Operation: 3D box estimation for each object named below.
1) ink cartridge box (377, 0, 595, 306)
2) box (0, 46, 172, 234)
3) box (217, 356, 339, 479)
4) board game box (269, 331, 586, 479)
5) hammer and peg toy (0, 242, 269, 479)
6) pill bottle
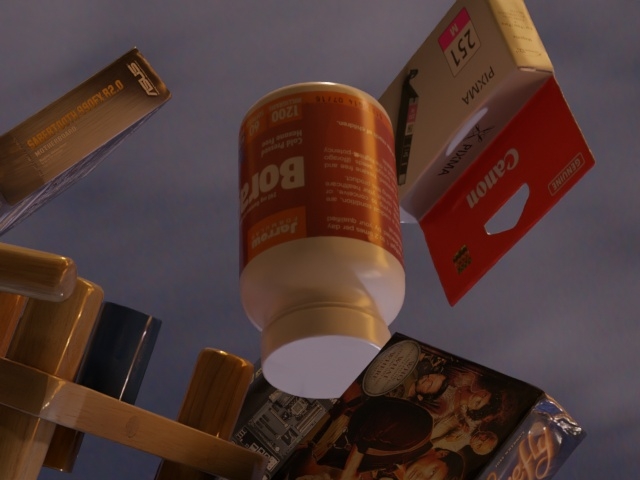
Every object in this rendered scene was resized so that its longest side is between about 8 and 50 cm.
[{"bbox_3d":[0.152,-0.100,1.590,0.060,0.275,0.239,4,-127,-33],"label":"ink cartridge box"},{"bbox_3d":[-0.251,-0.068,1.320,0.183,0.231,0.056,-39,-86,-30],"label":"box"},{"bbox_3d":[-0.008,0.233,1.527,0.183,0.233,0.059,-46,-162,-10],"label":"box"},{"bbox_3d":[0.018,0.169,0.840,0.243,0.042,0.165,-49,-154,-13],"label":"board game box"},{"bbox_3d":[-0.203,0.069,0.814,0.266,0.361,0.127,15,-100,26],"label":"hammer and peg toy"},{"bbox_3d":[0.000,0.000,1.089,0.121,0.121,0.216,-10,-125,10],"label":"pill bottle"}]
